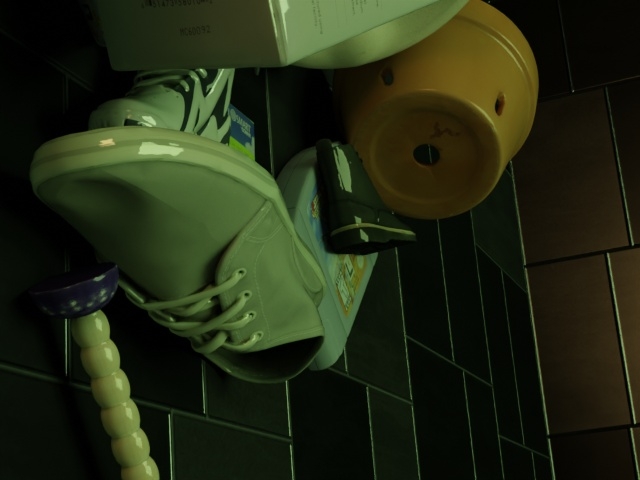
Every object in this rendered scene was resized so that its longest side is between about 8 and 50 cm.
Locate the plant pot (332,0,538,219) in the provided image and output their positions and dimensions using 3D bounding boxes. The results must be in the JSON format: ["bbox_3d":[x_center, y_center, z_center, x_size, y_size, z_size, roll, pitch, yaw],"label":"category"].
[{"bbox_3d":[0.148,-0.164,1.581,0.203,0.291,0.290,-75,148,-53],"label":"plant pot"}]

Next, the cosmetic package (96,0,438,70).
[{"bbox_3d":[-0.003,-0.265,0.998,0.365,0.197,0.155,-30,116,-45],"label":"cosmetic package"}]

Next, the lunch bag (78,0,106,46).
[{"bbox_3d":[-0.191,-0.218,1.054,0.083,0.053,0.071,-84,158,-62],"label":"lunch bag"}]

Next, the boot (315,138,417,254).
[{"bbox_3d":[0.060,-0.055,1.472,0.198,0.077,0.137,9,66,-70],"label":"boot"}]

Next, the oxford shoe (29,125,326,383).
[{"bbox_3d":[-0.098,0.027,1.021,0.449,0.169,0.130,49,36,-62],"label":"oxford shoe"}]

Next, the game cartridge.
[{"bbox_3d":[0.000,0.000,1.453,0.297,0.062,0.198,-66,144,-58],"label":"game cartridge"}]

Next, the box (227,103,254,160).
[{"bbox_3d":[-0.106,-0.076,1.220,0.109,0.042,0.178,36,47,-62],"label":"box"}]

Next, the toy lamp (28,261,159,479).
[{"bbox_3d":[-0.151,0.156,0.922,0.080,0.080,0.274,-45,122,-67],"label":"toy lamp"}]

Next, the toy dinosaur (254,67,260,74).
[{"bbox_3d":[-0.156,-0.294,1.135,0.160,0.121,0.313,-47,125,-53],"label":"toy dinosaur"}]

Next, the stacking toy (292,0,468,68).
[{"bbox_3d":[-0.013,-0.484,1.451,0.350,0.351,0.479,47,18,-56],"label":"stacking toy"}]

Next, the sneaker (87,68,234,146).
[{"bbox_3d":[-0.136,-0.151,1.050,0.235,0.094,0.153,-3,98,-70],"label":"sneaker"}]
